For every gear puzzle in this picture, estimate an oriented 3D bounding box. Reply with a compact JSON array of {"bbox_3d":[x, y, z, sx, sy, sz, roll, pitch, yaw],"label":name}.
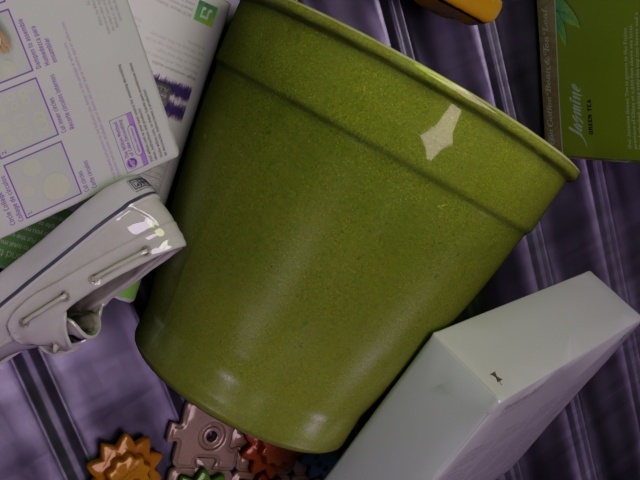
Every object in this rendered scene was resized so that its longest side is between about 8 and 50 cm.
[{"bbox_3d":[-0.099,0.262,1.015,0.338,0.044,0.176,13,92,-32],"label":"gear puzzle"}]

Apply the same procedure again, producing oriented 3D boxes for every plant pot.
[{"bbox_3d":[0.000,0.000,0.876,0.366,0.366,0.353,26,97,-31],"label":"plant pot"}]

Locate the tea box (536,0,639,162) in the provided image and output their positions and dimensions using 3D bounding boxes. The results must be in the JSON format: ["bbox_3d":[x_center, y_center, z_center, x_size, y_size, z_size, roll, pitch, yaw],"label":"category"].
[{"bbox_3d":[0.505,-0.227,1.122,0.328,0.323,0.220,-13,104,-27],"label":"tea box"}]

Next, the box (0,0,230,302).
[{"bbox_3d":[-0.243,-0.122,0.858,0.232,0.058,0.322,19,87,-32],"label":"box"}]

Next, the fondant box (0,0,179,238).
[{"bbox_3d":[-0.305,-0.116,0.711,0.330,0.096,0.238,-29,122,-24],"label":"fondant box"}]

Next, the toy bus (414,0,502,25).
[{"bbox_3d":[0.177,-0.416,1.008,0.108,0.130,0.333,18,89,-32],"label":"toy bus"}]

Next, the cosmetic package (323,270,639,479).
[{"bbox_3d":[0.176,0.190,0.986,0.377,0.097,0.284,-11,142,-52],"label":"cosmetic package"}]

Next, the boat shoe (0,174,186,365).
[{"bbox_3d":[-0.232,0.057,0.796,0.267,0.096,0.088,-39,82,6],"label":"boat shoe"}]
